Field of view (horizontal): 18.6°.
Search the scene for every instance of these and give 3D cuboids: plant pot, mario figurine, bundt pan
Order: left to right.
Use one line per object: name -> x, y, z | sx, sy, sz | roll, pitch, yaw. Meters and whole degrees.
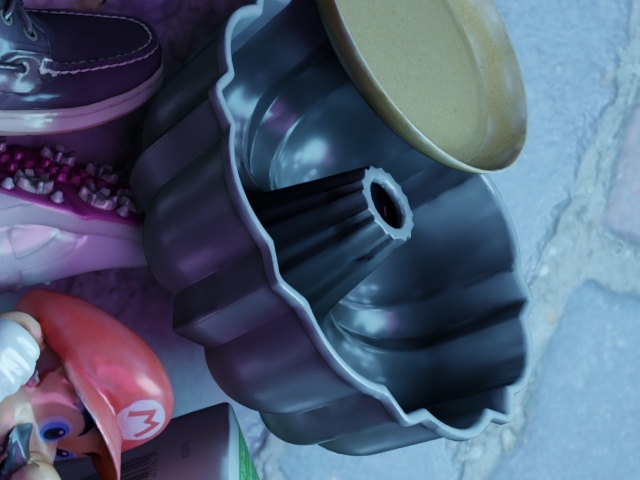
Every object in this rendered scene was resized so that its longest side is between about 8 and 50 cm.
mario figurine -> -0.245, 0.134, 1.188 | 0.320, 0.198, 0.170 | -12, 94, -7
bundt pan -> 0.000, 0.000, 1.307 | 0.331, 0.124, 0.331 | 35, 39, -36
plant pot -> 0.065, -0.148, 1.371 | 0.236, 0.032, 0.236 | 35, 40, -37

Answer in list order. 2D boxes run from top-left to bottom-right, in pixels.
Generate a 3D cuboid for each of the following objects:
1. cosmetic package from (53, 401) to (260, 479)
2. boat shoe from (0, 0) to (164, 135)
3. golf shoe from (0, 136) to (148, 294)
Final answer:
cosmetic package -> -0.068, 0.321, 1.313 | 0.155, 0.197, 0.365 | -20, 105, 2
boat shoe -> -0.224, -0.124, 1.232 | 0.285, 0.103, 0.092 | -6, 124, -29
golf shoe -> -0.246, 0.001, 1.265 | 0.306, 0.115, 0.140 | 7, 111, -28
